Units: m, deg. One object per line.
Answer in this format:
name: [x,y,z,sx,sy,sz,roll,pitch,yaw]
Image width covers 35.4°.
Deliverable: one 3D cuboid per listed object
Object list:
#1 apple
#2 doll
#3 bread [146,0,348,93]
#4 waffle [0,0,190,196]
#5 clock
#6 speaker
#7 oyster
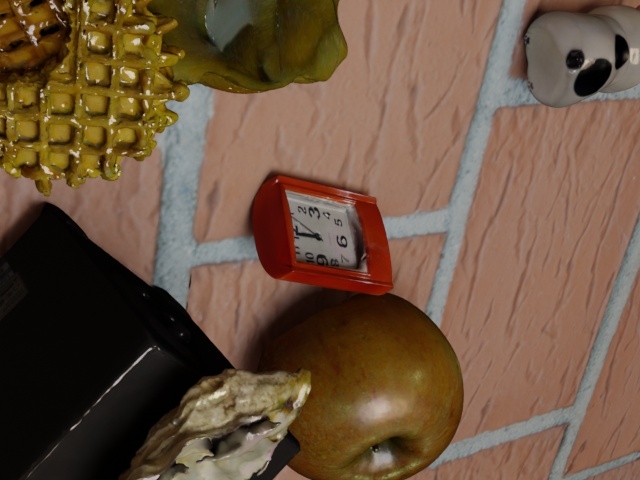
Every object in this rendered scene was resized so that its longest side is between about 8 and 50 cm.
apple: [0.043,0.165,1.137,0.237,0.207,0.237,-13,138,-12]
doll: [0.320,-0.220,1.177,0.180,0.107,0.110,-18,106,-36]
bread: [-0.068,-0.205,0.893,0.233,0.088,0.161,-11,126,-31]
waffle: [-0.209,-0.131,0.802,0.197,0.070,0.193,28,114,-27]
clock: [0.000,0.000,1.077,0.155,0.113,0.061,13,149,-42]
speaker: [-0.187,0.130,0.898,0.184,0.254,0.232,-46,135,-3]
oyster: [-0.108,0.169,0.765,0.133,0.072,0.209,5,136,-46]
